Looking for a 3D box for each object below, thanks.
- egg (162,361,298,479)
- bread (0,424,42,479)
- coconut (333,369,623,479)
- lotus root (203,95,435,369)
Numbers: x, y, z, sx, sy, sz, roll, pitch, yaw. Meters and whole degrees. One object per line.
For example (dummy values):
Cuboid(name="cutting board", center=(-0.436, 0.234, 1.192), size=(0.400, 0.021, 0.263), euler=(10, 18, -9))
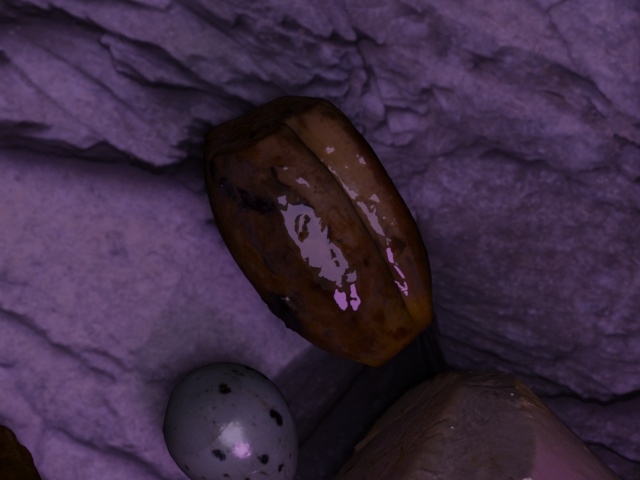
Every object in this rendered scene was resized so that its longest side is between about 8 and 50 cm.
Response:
Cuboid(name="egg", center=(-0.087, 0.197, 1.715), size=(0.131, 0.131, 0.164), euler=(-34, 127, -6))
Cuboid(name="bread", center=(-0.317, 0.262, 1.589), size=(0.139, 0.271, 0.077), euler=(-45, 111, -3))
Cuboid(name="coconut", center=(0.174, 0.312, 1.700), size=(0.309, 0.297, 0.297), euler=(42, 87, -10))
Cuboid(name="lotus root", center=(0.005, 0.000, 1.675), size=(0.193, 0.193, 0.291), euler=(-33, 104, -7))
